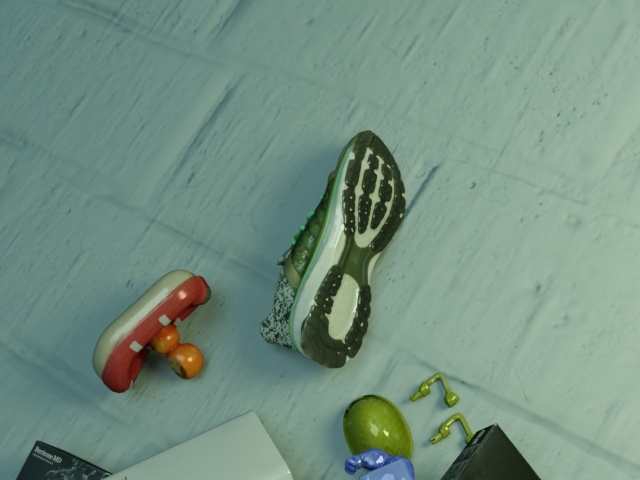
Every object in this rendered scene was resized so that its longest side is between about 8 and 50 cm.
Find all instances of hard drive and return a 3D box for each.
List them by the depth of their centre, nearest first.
[{"bbox_3d":[-0.207,0.356,1.259,0.308,0.040,0.203,-22,20,-12],"label":"hard drive"}]

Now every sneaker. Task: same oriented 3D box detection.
[{"bbox_3d":[0.000,0.000,1.422,0.182,0.158,0.410,-2,58,41],"label":"sneaker"}]

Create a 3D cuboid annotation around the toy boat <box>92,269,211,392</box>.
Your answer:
[{"bbox_3d":[-0.254,0.165,1.452,0.231,0.151,0.151,-43,86,-2],"label":"toy boat"}]

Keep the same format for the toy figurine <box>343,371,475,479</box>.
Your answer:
[{"bbox_3d":[0.128,0.317,1.150,0.191,0.217,0.362,-27,58,8],"label":"toy figurine"}]

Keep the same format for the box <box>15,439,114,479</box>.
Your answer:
[{"bbox_3d":[-0.403,0.419,1.395,0.156,0.093,0.158,15,70,28],"label":"box"}]

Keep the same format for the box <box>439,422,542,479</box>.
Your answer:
[{"bbox_3d":[0.218,0.352,1.087,0.184,0.191,0.045,54,136,0],"label":"box"}]
